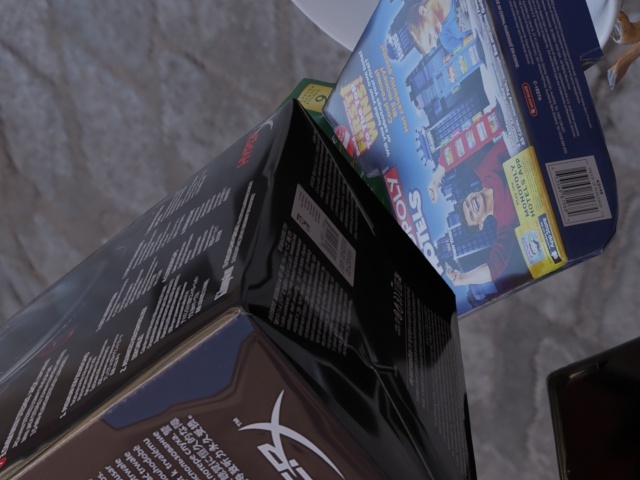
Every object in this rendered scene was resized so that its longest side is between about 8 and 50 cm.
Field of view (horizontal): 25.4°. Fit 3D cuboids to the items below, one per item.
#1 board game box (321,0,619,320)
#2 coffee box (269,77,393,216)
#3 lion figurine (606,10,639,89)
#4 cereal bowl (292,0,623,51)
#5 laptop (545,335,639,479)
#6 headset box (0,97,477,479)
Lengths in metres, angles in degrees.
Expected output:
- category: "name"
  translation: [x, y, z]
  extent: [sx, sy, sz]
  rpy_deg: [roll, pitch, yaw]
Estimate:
- category: "board game box"
  translation: [0.073, -0.060, 0.747]
  extent: [0.194, 0.060, 0.194]
  rpy_deg: [-35, 67, 63]
- category: "coffee box"
  translation: [0.000, 0.000, 0.906]
  extent: [0.040, 0.113, 0.184]
  rpy_deg: [17, 146, 35]
- category: "lion figurine"
  translation: [0.373, -0.376, 1.531]
  extent: [0.142, 0.240, 0.392]
  rpy_deg: [-162, 60, -72]
- category: "cereal bowl"
  translation: [0.117, -0.286, 1.246]
  extent: [0.339, 0.141, 0.339]
  rpy_deg: [21, 153, 12]
- category: "laptop"
  translation: [0.426, 0.252, 1.182]
  extent: [0.236, 0.382, 0.408]
  rpy_deg: [53, -157, -32]
- category: "headset box"
  translation: [-0.095, 0.101, 0.492]
  extent: [0.110, 0.293, 0.218]
  rpy_deg: [50, -166, -14]
